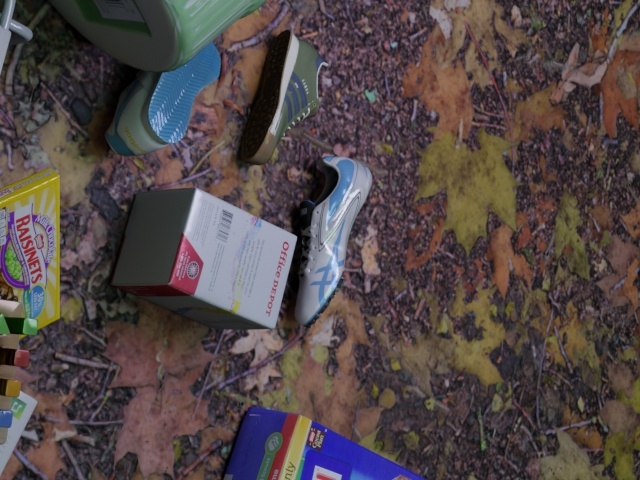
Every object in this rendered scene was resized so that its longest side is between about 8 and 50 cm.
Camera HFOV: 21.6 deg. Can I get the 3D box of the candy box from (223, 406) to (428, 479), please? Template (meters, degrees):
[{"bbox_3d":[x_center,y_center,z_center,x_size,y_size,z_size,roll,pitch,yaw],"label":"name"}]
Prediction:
[{"bbox_3d":[0.007,0.400,2.202,0.317,0.122,0.268,31,69,-35],"label":"candy box"}]

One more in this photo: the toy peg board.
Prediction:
[{"bbox_3d":[-0.386,0.138,1.813,0.161,0.079,0.161,11,83,-41],"label":"toy peg board"}]

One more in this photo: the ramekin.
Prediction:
[{"bbox_3d":[-0.214,-0.337,1.924,0.148,0.303,0.303,-49,119,-24],"label":"ramekin"}]

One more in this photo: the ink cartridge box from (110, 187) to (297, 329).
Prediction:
[{"bbox_3d":[-0.142,0.026,2.078,0.176,0.127,0.128,27,71,-38],"label":"ink cartridge box"}]

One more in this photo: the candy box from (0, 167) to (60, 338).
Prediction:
[{"bbox_3d":[-0.342,0.024,1.904,0.105,0.027,0.206,-31,139,-40],"label":"candy box"}]

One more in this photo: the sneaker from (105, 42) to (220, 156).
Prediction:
[{"bbox_3d":[-0.195,-0.192,2.073,0.087,0.092,0.229,53,37,-24],"label":"sneaker"}]

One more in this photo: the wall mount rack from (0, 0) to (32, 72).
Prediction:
[{"bbox_3d":[-0.472,-0.183,1.802,0.304,0.130,0.350,26,72,-42],"label":"wall mount rack"}]

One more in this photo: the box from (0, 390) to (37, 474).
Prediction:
[{"bbox_3d":[-0.474,0.258,1.824,0.232,0.058,0.322,40,62,-33],"label":"box"}]

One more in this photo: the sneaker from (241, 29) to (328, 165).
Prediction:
[{"bbox_3d":[-0.038,-0.177,2.219,0.086,0.064,0.192,27,68,-33],"label":"sneaker"}]

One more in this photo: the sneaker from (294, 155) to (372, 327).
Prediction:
[{"bbox_3d":[0.000,0.000,2.248,0.086,0.085,0.237,19,78,-13],"label":"sneaker"}]
